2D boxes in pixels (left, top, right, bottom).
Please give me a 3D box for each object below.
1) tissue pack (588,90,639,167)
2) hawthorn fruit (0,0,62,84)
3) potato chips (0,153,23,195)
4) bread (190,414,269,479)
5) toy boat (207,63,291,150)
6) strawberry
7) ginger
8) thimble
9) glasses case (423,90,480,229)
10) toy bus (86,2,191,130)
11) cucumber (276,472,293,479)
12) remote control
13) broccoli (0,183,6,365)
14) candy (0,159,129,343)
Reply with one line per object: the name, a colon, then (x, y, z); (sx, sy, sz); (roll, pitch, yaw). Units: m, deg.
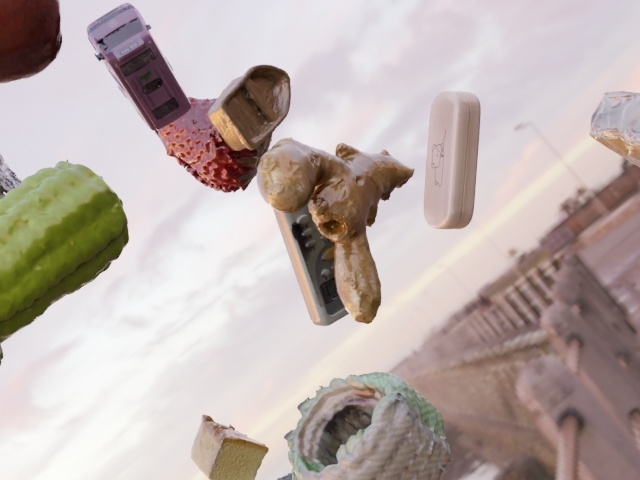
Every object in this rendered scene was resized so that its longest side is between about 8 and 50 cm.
tissue pack: (0.521, -0.136, 1.684); (0.222, 0.186, 0.090); (20, -89, -39)
hawthorn fruit: (-0.483, -0.300, 1.609); (0.248, 0.208, 0.208); (-40, -4, -47)
potato chips: (-0.507, -0.114, 1.818); (0.026, 0.209, 0.142); (-38, 37, 6)
bread: (-0.145, 0.323, 1.769); (0.109, 0.080, 0.084); (26, 95, 62)
toy boat: (-0.125, -0.254, 2.161); (0.061, 0.116, 0.188); (-17, 26, 46)
strawberry: (-0.226, -0.206, 2.324); (0.205, 0.244, 0.205); (23, -90, -85)
ginger: (0.024, -0.089, 2.025); (0.122, 0.363, 0.348); (-24, 35, 33)
thimble: (0.066, 0.289, 1.618); (0.219, 0.150, 0.219); (-32, 32, 23)
glasses case: (0.186, -0.114, 1.649); (0.050, 0.196, 0.083); (2, 2, -26)
toy bus: (-0.287, -0.272, 1.847); (0.096, 0.108, 0.199); (-32, -37, -4)
cucumber: (0.078, 0.525, 2.238); (0.096, 0.360, 0.096); (12, -90, -74)
remote control: (0.000, 0.000, 2.131); (0.140, 0.296, 0.056); (-28, 16, -38)
broccoli: (-0.544, 0.033, 1.527); (0.317, 0.277, 0.338); (-94, 10, -46)
candy: (-0.233, 0.025, 0.861); (0.209, 0.097, 0.097); (-46, -1, -38)
